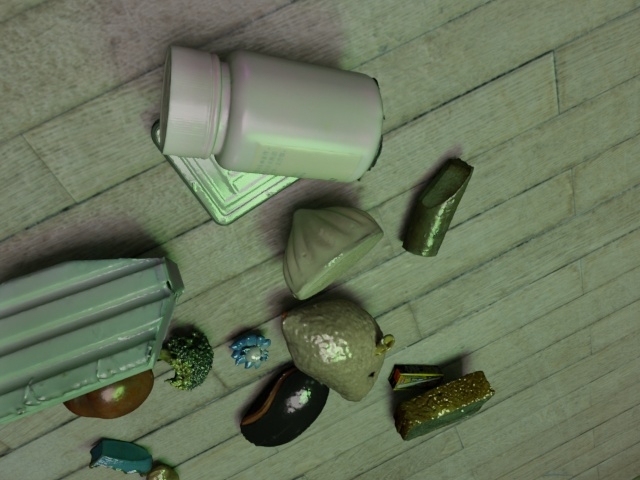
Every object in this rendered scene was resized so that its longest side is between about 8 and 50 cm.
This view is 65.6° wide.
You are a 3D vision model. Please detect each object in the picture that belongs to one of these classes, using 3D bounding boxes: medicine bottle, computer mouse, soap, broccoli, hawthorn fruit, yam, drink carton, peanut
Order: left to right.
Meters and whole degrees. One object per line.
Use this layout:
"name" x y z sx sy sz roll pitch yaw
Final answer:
"soap" -0.503 0.183 1.030 0.446 0.261 0.156 -21 167 -6
"hawthorn fruit" -0.494 0.343 1.197 0.199 0.199 0.251 -31 143 1
"peanut" -0.477 0.763 1.502 0.104 0.086 0.228 3 117 -18
"broccoli" -0.349 0.298 1.253 0.160 0.167 0.155 6 86 8
"medicine bottle" -0.088 -0.226 0.909 0.378 0.213 0.214 3 119 -23
"computer mouse" -0.101 0.498 1.455 0.183 0.116 0.323 30 107 -26
"drink carton" 0.307 0.441 1.594 0.165 0.056 0.071 7 114 -22
"yam" 0.291 -0.079 1.246 0.106 0.106 0.259 6 117 -22

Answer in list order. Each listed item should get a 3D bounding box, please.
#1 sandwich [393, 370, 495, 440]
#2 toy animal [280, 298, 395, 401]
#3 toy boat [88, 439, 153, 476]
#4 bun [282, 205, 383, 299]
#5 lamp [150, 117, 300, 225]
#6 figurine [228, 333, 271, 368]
"sandwich" 0.387 0.549 1.616 0.301 0.099 0.271 -19 145 -8
"toy animal" 0.043 0.267 1.320 0.226 0.188 0.358 -49 122 1
"toy boat" -0.555 0.620 1.394 0.185 0.075 0.077 28 105 -36
"bun" 0.000 0.000 1.153 0.263 0.263 0.175 -40 80 7
"lamp" -0.174 -0.195 1.050 0.266 0.047 0.269 -33 124 -2
"figurine" -0.192 0.291 1.318 0.114 0.079 0.114 -9 129 -11
